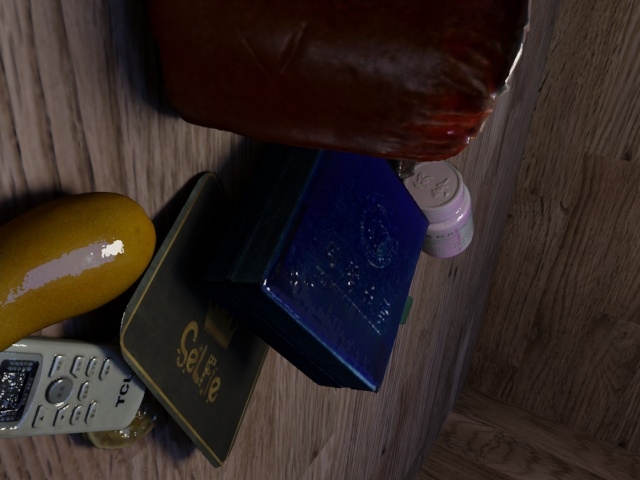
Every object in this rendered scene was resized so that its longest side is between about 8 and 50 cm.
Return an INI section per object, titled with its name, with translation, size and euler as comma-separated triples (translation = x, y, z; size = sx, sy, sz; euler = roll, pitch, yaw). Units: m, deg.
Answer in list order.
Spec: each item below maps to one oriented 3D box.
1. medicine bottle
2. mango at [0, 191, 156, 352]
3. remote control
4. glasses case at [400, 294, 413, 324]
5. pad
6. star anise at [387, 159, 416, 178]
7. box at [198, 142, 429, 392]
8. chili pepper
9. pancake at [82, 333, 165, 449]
[medicine bottle]
translation = 0.269, -0.069, 1.301
size = 0.151, 0.152, 0.254
euler = -64, 154, -14
[mango]
translation = -0.216, 0.022, 0.452
size = 0.184, 0.085, 0.102
euler = -35, 140, -37
[remote control]
translation = -0.235, 0.133, 0.516
size = 0.190, 0.029, 0.087
euler = 26, 80, -57
[glasses case]
translation = 0.186, 0.162, 1.424
size = 0.077, 0.040, 0.184
euler = -68, 155, -5
[pad]
translation = -0.113, 0.144, 0.689
size = 0.375, 0.063, 0.314
euler = 76, 27, -50
[star anise]
translation = 0.073, -0.191, 0.856
size = 0.212, 0.129, 0.282
euler = -65, 147, -27
[box]
translation = 0.015, 0.012, 0.735
size = 0.261, 0.116, 0.278
euler = 49, 52, -40
[chili pepper]
translation = 0.029, -0.196, 0.529
size = 0.229, 0.306, 0.251
euler = 94, 20, -49
[pancake]
translation = -0.208, 0.163, 0.630
size = 0.151, 0.025, 0.151
euler = -44, 143, -45
